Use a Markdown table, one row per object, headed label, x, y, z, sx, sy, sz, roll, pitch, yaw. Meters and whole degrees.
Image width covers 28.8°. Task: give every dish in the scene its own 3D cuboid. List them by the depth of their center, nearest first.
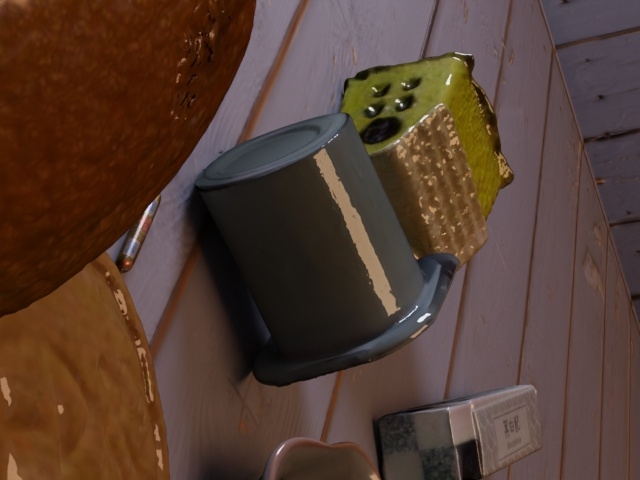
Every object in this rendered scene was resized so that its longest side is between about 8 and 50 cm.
| label | x | y | z | sx | sy | sz | roll | pitch | yaw |
| --- | --- | --- | --- | --- | --- | --- | --- | --- | --- |
| dish | -0.021 | 0.273 | 1.028 | 0.229 | 0.081 | 0.229 | 21 | 63 | -51 |

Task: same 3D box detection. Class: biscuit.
| label | x | y | z | sx | sy | sz | roll | pitch | yaw |
| --- | --- | --- | --- | --- | --- | --- | --- | --- | --- |
| biscuit | -0.187 | 0.156 | 0.725 | 0.365 | 0.062 | 0.385 | 27 | 55 | -62 |

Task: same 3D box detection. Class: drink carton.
| label | x | y | z | sx | sy | sz | roll | pitch | yaw |
| --- | --- | --- | --- | --- | --- | --- | --- | --- | --- |
| drink carton | 0.000 | 0.000 | 1.101 | 0.189 | 0.185 | 0.191 | 69 | 26 | -18 |

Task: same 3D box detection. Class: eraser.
| label | x | y | z | sx | sy | sz | roll | pitch | yaw |
| --- | --- | --- | --- | --- | --- | --- | --- | --- | --- |
| eraser | 0.185 | 0.241 | 1.544 | 0.404 | 0.098 | 0.096 | 5 | 75 | -67 |

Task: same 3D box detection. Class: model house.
| label | x | y | z | sx | sy | sz | roll | pitch | yaw |
| --- | --- | --- | --- | --- | --- | --- | --- | --- | --- |
| model house | 0.108 | -0.072 | 1.397 | 0.234 | 0.175 | 0.193 | -72 | 145 | -56 |

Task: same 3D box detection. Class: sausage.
| label | x | y | z | sx | sy | sz | roll | pitch | yaw |
| --- | --- | --- | --- | --- | --- | --- | --- | --- | --- |
| sausage | -0.142 | -0.008 | 0.971 | 0.100 | 0.015 | 0.015 | -75 | 147 | -48 |

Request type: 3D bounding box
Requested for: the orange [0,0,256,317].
| label | x | y | z | sx | sy | sz | roll | pitch | yaw |
| --- | --- | --- | --- | --- | --- | --- | --- | --- | --- |
| orange | -0.192 | -0.121 | 0.522 | 0.322 | 0.322 | 0.357 | 62 | 39 | -38 |
